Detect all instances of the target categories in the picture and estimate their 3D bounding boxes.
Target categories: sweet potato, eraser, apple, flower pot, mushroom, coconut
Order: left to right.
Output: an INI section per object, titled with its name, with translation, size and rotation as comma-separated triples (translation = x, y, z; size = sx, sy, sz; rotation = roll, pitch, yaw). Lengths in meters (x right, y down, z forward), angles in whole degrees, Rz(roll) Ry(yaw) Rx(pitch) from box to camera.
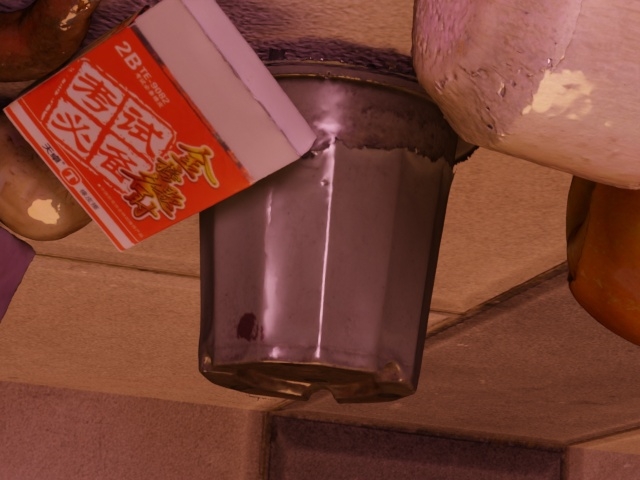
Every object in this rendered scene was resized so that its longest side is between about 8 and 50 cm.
[sweet potato]
translation = -0.256, -0.157, 1.144
size = 0.233, 0.062, 0.081
rotation = -7, 160, 26
[mushroom]
translation = -0.267, -0.061, 1.378
size = 0.148, 0.112, 0.148
rotation = 33, 160, 14
[eraser]
translation = -0.132, -0.092, 1.154
size = 0.230, 0.038, 0.157
rotation = -25, 109, 40
[flower pot]
translation = 0.000, 0.000, 1.265
size = 0.290, 0.259, 0.290
rotation = 5, 163, 1
[coconut]
translation = 0.177, -0.132, 0.854
size = 0.234, 0.224, 0.224
rotation = 13, 162, -23
[apple]
translation = 0.298, -0.019, 1.229
size = 0.207, 0.237, 0.237
rotation = 25, 160, -10

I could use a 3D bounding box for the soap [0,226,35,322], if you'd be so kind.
[soap]
translation = -0.452, -0.029, 1.339
size = 0.296, 0.107, 0.285
rotation = 22, 174, 14
